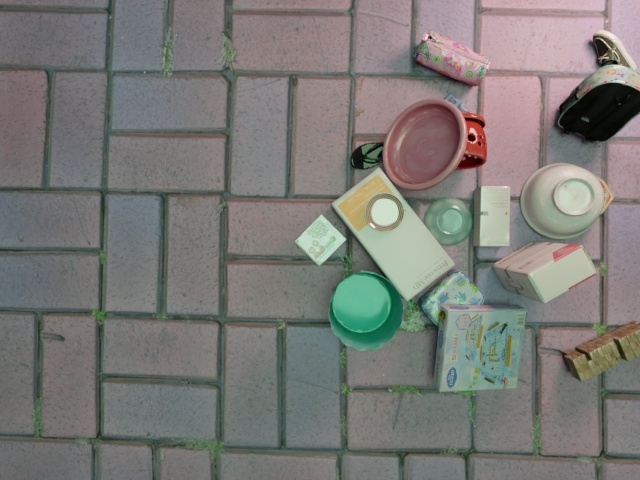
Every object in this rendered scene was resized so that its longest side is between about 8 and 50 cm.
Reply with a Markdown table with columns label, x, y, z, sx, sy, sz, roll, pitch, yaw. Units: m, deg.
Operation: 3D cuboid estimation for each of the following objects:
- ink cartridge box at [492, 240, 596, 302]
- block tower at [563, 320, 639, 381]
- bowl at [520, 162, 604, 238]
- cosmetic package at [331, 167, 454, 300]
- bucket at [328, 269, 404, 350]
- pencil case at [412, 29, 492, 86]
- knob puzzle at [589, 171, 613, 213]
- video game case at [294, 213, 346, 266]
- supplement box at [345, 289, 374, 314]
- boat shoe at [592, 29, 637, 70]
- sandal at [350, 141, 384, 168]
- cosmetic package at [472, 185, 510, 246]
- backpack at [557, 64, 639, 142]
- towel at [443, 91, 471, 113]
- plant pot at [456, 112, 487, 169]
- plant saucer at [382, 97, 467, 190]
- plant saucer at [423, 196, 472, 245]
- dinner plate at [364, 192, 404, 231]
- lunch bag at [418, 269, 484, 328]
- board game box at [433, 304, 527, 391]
| label | x | y | z | sx | sy | sz | roll | pitch | yaw |
| --- | --- | --- | --- | --- | --- | --- | --- | --- | --- |
| ink cartridge box | 0.791 | 0.104 | 1.457 | 0.207 | 0.283 | 0.117 | -30 | 92 | 1 |
| block tower | 1.105 | 0.415 | 1.539 | 0.335 | 0.091 | 0.097 | -23 | 89 | 1 |
| bowl | 0.924 | -0.156 | 1.511 | 0.297 | 0.134 | 0.298 | 0 | 87 | 9 |
| cosmetic package | 0.263 | -0.022 | 1.533 | 0.230 | 0.161 | 0.453 | -39 | 89 | 1 |
| bucket | 0.160 | 0.244 | 1.483 | 0.281 | 0.183 | 0.281 | 0 | 92 | 1 |
| pencil case | 0.507 | -0.702 | 1.557 | 0.284 | 0.124 | 0.124 | 26 | 90 | 1 |
| knob puzzle | 1.050 | -0.173 | 1.579 | 0.213 | 0.030 | 0.213 | 0 | 89 | 1 |
| video game case | 0.000 | 0.000 | 1.609 | 0.143 | 0.019 | 0.157 | 45 | 91 | 2 |
| supplement box | 0.155 | 0.242 | 1.593 | 0.098 | 0.036 | 0.062 | -24 | 89 | 1 |
| boat shoe | 1.123 | -0.712 | 1.561 | 0.070 | 0.078 | 0.219 | -41 | 90 | -1 |
| sandal | 0.240 | -0.350 | 1.590 | 0.254 | 0.054 | 0.097 | -14 | 89 | 1 |
| cosmetic package | 0.660 | -0.090 | 1.562 | 0.117 | 0.085 | 0.231 | 0 | 88 | 2 |
| backpack | 1.040 | -0.511 | 1.475 | 0.225 | 0.253 | 0.191 | 24 | 70 | 3 |
| towel | 0.534 | -0.521 | 1.598 | 0.067 | 0.029 | 0.119 | -42 | 89 | 1 |
| plant pot | 0.525 | -0.375 | 1.517 | 0.191 | 0.191 | 0.174 | 5 | 86 | 2 |
| plant saucer | 0.380 | -0.338 | 1.460 | 0.332 | 0.084 | 0.332 | -11 | 74 | 44 |
| plant saucer | 0.508 | -0.076 | 1.589 | 0.194 | 0.037 | 0.195 | 0 | 90 | 1 |
| dinner plate | 0.229 | -0.100 | 1.444 | 0.141 | 0.017 | 0.141 | 0 | 88 | 2 |
| lunch bag | 0.504 | 0.236 | 1.557 | 0.219 | 0.090 | 0.176 | -44 | 87 | 1 |
| board game box | 0.594 | 0.400 | 1.511 | 0.317 | 0.066 | 0.319 | 2 | 99 | -10 |
